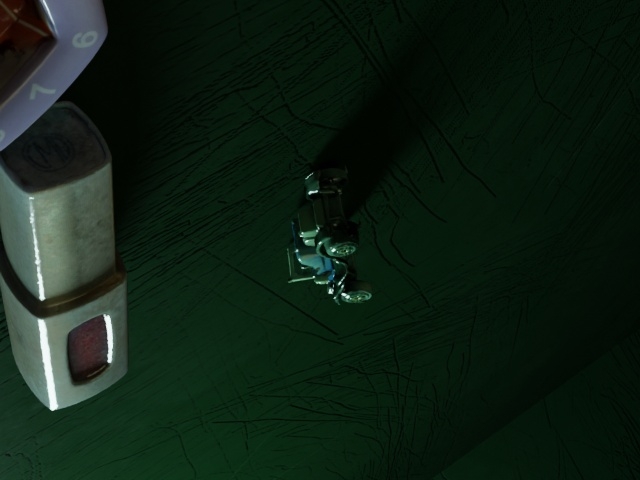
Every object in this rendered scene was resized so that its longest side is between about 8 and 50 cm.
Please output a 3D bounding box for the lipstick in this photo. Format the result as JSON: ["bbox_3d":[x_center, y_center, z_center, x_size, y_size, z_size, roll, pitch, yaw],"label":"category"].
[{"bbox_3d":[-0.176,0.017,0.692,0.079,0.077,0.253,-26,151,-27],"label":"lipstick"}]

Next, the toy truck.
[{"bbox_3d":[0.000,0.000,0.932,0.078,0.080,0.154,-11,154,3],"label":"toy truck"}]

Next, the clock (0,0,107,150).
[{"bbox_3d":[-0.186,-0.108,0.477,0.172,0.064,0.198,-17,147,-40],"label":"clock"}]
